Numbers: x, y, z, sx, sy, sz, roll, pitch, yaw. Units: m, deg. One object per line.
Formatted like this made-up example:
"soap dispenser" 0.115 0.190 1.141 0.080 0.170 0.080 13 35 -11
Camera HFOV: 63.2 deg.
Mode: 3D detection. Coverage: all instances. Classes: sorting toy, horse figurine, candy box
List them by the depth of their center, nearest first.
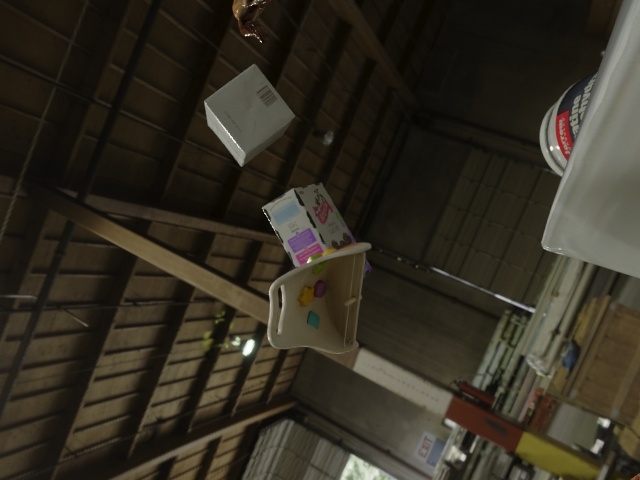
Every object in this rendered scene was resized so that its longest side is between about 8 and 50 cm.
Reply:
"sorting toy" -0.006 0.042 0.370 0.075 0.045 0.083 -14 -64 -45
"candy box" 0.000 0.000 0.928 0.070 0.196 0.165 -30 0 20
"horse figurine" -0.118 -0.515 1.053 0.066 0.175 0.263 23 -102 -32

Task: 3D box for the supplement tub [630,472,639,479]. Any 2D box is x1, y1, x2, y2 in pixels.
"supplement tub" 0.569 0.472 0.755 0.316 0.194 0.193 47 -117 -25

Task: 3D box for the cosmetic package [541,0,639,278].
"cosmetic package" 0.398 -0.144 0.292 0.329 0.394 0.327 -59 -23 -29

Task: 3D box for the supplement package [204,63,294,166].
"supplement package" -0.164 -0.270 1.169 0.134 0.139 0.244 -39 8 -7

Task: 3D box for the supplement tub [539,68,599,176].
"supplement tub" 0.490 -0.190 0.818 0.272 0.191 0.191 154 142 -86
